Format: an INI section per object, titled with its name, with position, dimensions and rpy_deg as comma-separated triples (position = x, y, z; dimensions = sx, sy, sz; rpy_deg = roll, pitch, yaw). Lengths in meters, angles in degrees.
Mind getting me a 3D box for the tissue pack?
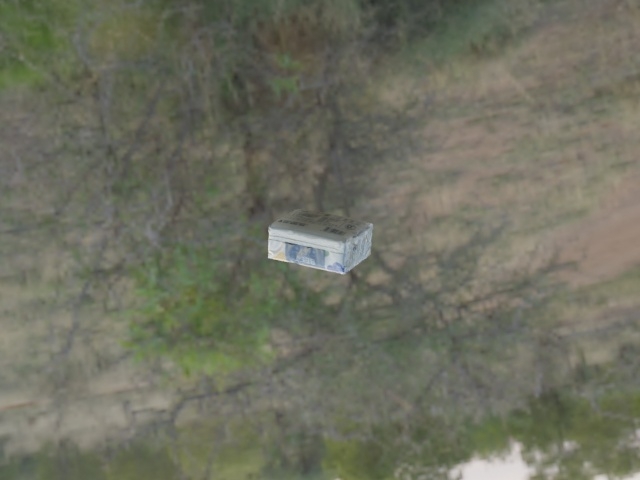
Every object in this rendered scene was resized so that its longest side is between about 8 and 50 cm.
[tissue pack]
position = 0.000, 0.000, 1.112
dimensions = 0.083, 0.042, 0.062
rpy_deg = 13, -154, 25
